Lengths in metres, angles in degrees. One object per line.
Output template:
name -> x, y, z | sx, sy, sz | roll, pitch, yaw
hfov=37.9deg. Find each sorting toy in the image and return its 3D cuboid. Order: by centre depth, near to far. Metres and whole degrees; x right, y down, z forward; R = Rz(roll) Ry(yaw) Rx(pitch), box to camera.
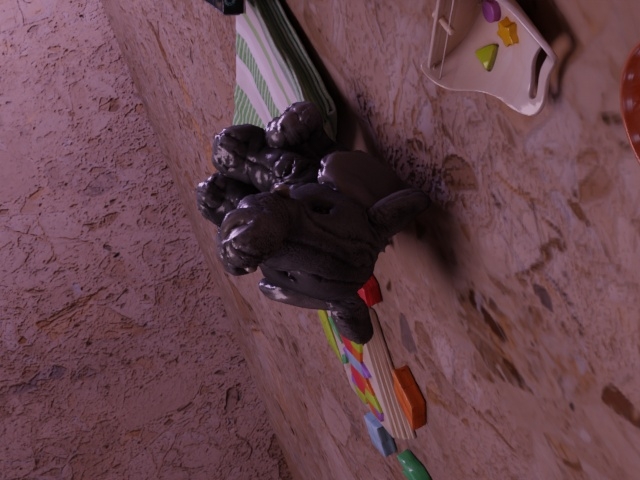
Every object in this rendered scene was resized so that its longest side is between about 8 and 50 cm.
sorting toy -> 0.093, -0.104, 0.486 | 0.075, 0.044, 0.083 | 53, 162, 25

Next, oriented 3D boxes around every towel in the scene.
towel -> -0.050, -0.116, 0.997 | 0.325, 0.038, 0.248 | 96, 152, -59

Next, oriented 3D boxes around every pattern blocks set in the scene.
pattern blocks set -> 0.050, 0.137, 1.097 | 0.325, 0.026, 0.285 | 69, 167, -9

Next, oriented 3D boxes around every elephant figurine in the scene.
elephant figurine -> 0.000, 0.000, 0.719 | 0.239, 0.185, 0.170 | -135, 28, -60

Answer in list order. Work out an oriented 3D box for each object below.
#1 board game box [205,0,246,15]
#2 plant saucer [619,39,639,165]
board game box -> -0.111, -0.302, 0.919 | 0.186, 0.026, 0.126 | -131, 37, -59
plant saucer -> 0.155, -0.048, 0.384 | 0.084, 0.013, 0.083 | 60, 165, 29
